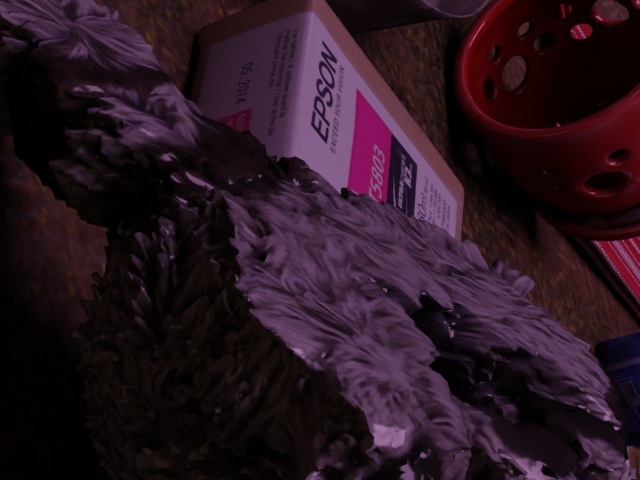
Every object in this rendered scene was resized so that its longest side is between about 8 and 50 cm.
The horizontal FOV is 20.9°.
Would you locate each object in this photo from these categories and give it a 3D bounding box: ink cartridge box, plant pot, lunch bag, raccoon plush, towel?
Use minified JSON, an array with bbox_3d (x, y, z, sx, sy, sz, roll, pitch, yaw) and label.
[{"bbox_3d":[0.000,0.000,1.015,0.193,0.088,0.234,51,33,-37],"label":"ink cartridge box"},{"bbox_3d":[0.225,-0.109,1.422,0.174,0.191,0.191,52,30,-47],"label":"plant pot"},{"bbox_3d":[0.274,0.135,1.478,0.098,0.067,0.065,57,29,-29],"label":"lunch bag"},{"bbox_3d":[-0.058,0.107,0.812,0.216,0.299,0.446,4,36,-46],"label":"raccoon plush"},{"bbox_3d":[0.270,-0.077,1.661,0.199,0.031,0.274,46,37,-45],"label":"towel"}]

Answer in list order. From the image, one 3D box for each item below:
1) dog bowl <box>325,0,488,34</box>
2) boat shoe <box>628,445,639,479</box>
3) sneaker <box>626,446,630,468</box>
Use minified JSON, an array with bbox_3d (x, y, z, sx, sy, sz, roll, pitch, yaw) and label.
[{"bbox_3d":[0.001,-0.302,1.211,0.349,0.102,0.348,43,37,-44],"label":"dog bowl"},{"bbox_3d":[0.273,0.235,1.427,0.056,0.048,0.153,49,33,-37],"label":"boat shoe"},{"bbox_3d":[0.220,0.184,1.366,0.067,0.042,0.118,-12,86,-67],"label":"sneaker"}]
